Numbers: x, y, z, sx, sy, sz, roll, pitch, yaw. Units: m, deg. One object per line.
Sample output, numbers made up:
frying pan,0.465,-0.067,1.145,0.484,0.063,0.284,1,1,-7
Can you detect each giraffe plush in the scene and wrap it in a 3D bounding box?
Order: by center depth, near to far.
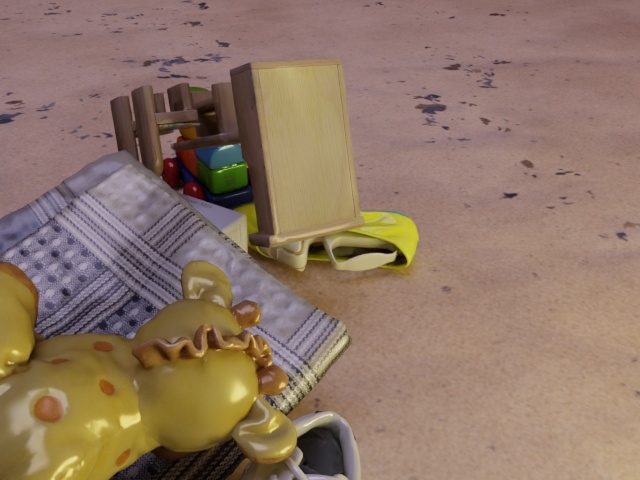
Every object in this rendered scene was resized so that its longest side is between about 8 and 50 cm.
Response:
giraffe plush,-0.116,0.086,0.370,0.170,0.182,0.210,-12,-4,-31

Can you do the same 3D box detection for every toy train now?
toy train,-0.179,-0.153,0.903,0.105,0.143,0.248,-18,37,-27

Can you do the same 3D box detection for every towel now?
towel,-0.189,0.079,0.499,0.324,0.056,0.312,36,63,26

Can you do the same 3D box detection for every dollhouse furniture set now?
dollhouse furniture set,-0.075,-0.089,0.679,0.212,0.161,0.242,-13,10,-31

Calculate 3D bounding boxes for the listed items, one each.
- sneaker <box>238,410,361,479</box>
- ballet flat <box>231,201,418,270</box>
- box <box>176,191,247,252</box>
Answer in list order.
sneaker,-0.028,0.165,0.361,0.094,0.091,0.258,28,9,1
ballet flat,0.000,0.000,0.742,0.230,0.077,0.077,3,49,0
box,-0.140,0.019,0.674,0.101,0.102,0.087,18,33,25
